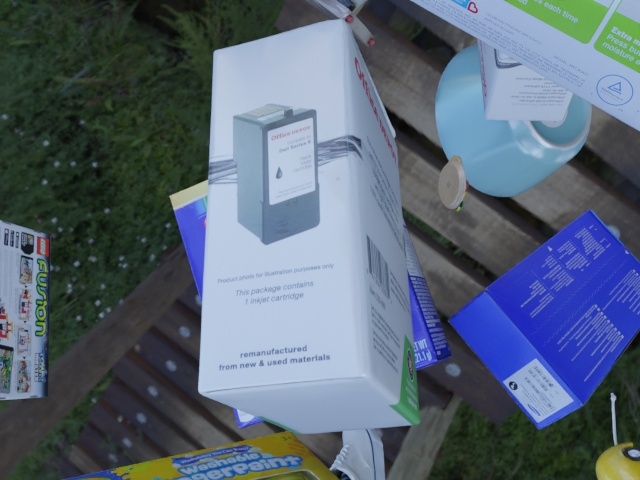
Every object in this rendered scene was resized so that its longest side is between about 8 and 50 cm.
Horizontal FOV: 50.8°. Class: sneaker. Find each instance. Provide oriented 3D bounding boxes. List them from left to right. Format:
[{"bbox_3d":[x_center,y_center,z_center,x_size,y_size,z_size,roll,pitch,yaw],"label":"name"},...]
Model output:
[{"bbox_3d":[0.062,0.417,1.234,0.091,0.258,0.094,21,113,-17],"label":"sneaker"}]

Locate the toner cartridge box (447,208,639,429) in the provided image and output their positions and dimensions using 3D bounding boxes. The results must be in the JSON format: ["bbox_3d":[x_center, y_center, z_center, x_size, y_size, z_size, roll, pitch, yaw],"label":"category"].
[{"bbox_3d":[0.325,0.085,0.885,0.165,0.348,0.075,53,133,12],"label":"toner cartridge box"}]

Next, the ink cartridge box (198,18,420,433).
[{"bbox_3d":[0.000,0.000,0.571,0.121,0.289,0.211,-9,154,15],"label":"ink cartridge box"}]

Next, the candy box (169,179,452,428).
[{"bbox_3d":[-0.015,0.043,0.870,0.268,0.122,0.317,-22,76,14],"label":"candy box"}]

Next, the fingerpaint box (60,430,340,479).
[{"bbox_3d":[-0.147,0.439,0.884,0.371,0.444,0.163,24,113,56],"label":"fingerpaint box"}]

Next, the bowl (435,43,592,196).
[{"bbox_3d":[0.392,-0.246,1.280,0.311,0.311,0.163,57,155,-13],"label":"bowl"}]

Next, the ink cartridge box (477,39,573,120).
[{"bbox_3d":[0.312,-0.353,0.965,0.129,0.223,0.307,1,150,4],"label":"ink cartridge box"}]

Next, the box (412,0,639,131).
[{"bbox_3d":[0.177,-0.220,0.394,0.262,0.127,0.231,34,149,14],"label":"box"}]

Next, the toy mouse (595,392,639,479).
[{"bbox_3d":[0.224,0.222,0.498,0.031,0.161,0.143,-7,121,6],"label":"toy mouse"}]

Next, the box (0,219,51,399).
[{"bbox_3d":[-0.372,0.085,0.803,0.036,0.114,0.207,-7,77,13],"label":"box"}]

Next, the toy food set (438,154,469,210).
[{"bbox_3d":[0.219,-0.092,1.108,0.083,0.020,0.083,-111,29,-45],"label":"toy food set"}]

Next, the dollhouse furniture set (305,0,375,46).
[{"bbox_3d":[0.006,-0.283,0.584,0.129,0.183,0.129,43,102,25],"label":"dollhouse furniture set"}]
